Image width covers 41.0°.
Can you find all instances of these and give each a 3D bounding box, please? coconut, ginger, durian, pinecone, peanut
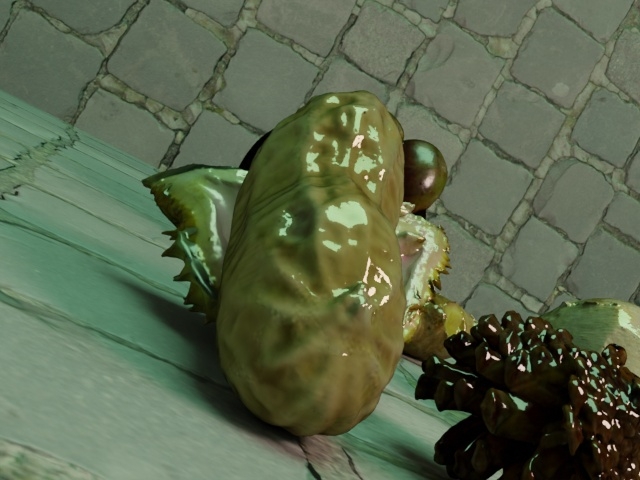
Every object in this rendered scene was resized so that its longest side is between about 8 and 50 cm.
[{"bbox_3d":[0.316,0.171,0.956,0.231,0.227,0.227,28,3,-7],"label":"coconut"},{"bbox_3d":[0.161,0.134,1.325,0.216,0.102,0.157,19,-19,-38],"label":"ginger"},{"bbox_3d":[-0.020,0.048,0.774,0.305,0.185,0.195,19,24,-21],"label":"durian"},{"bbox_3d":[0.168,0.140,0.677,0.195,0.149,0.179,28,20,25],"label":"pinecone"},{"bbox_3d":[0.000,0.000,0.658,0.140,0.325,0.153,16,-41,-7],"label":"peanut"}]

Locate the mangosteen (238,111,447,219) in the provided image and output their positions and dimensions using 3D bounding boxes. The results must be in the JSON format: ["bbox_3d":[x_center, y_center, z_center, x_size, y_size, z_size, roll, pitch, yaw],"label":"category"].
[{"bbox_3d":[0.026,-0.067,1.283,0.307,0.306,0.347,27,-40,-9],"label":"mangosteen"}]
